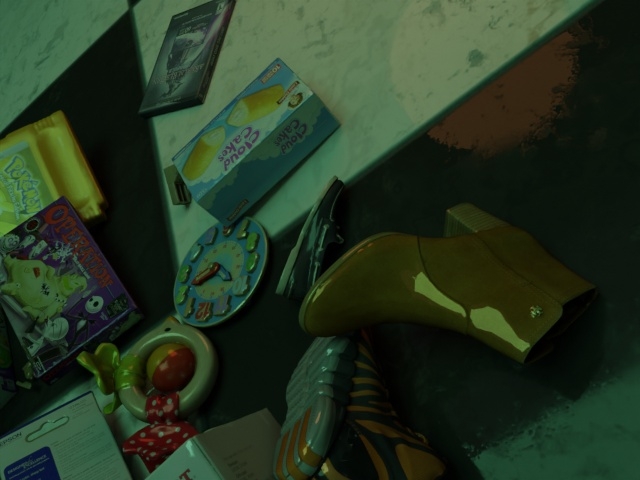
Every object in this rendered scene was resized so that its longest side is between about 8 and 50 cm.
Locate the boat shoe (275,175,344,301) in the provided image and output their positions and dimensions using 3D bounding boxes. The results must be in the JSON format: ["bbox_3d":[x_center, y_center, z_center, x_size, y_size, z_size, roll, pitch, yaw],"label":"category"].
[{"bbox_3d":[0.000,0.000,1.043,0.064,0.075,0.206,24,73,1],"label":"boat shoe"}]

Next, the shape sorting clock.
[{"bbox_3d":[-0.170,0.048,1.152,0.206,0.040,0.206,-19,56,30],"label":"shape sorting clock"}]

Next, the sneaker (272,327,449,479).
[{"bbox_3d":[0.055,0.214,0.827,0.125,0.180,0.321,-51,9,28],"label":"sneaker"}]

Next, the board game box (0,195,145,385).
[{"bbox_3d":[-0.500,0.082,1.304,0.208,0.056,0.347,-35,56,-14],"label":"board game box"}]

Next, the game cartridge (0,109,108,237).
[{"bbox_3d":[-0.646,-0.097,1.470,0.323,0.053,0.285,-29,71,-6],"label":"game cartridge"}]

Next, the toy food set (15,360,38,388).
[{"bbox_3d":[-0.557,0.239,1.375,0.077,0.019,0.122,4,61,40],"label":"toy food set"}]

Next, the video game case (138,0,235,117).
[{"bbox_3d":[-0.297,-0.407,1.523,0.196,0.026,0.274,-4,63,38],"label":"video game case"}]

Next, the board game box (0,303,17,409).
[{"bbox_3d":[-0.757,0.243,1.445,0.142,0.144,0.275,-45,47,9],"label":"board game box"}]

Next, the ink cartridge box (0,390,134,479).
[{"bbox_3d":[-0.367,0.402,1.038,0.175,0.069,0.371,-26,44,-19],"label":"ink cartridge box"}]

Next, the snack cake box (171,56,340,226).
[{"bbox_3d":[-0.115,-0.169,1.181,0.264,0.089,0.152,-42,44,5],"label":"snack cake box"}]

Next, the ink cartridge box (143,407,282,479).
[{"bbox_3d":[-0.080,0.354,0.728,0.198,0.197,0.270,-43,74,11],"label":"ink cartridge box"}]

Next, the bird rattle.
[{"bbox_3d":[-0.251,0.223,1.067,0.253,0.143,0.207,29,69,42],"label":"bird rattle"}]

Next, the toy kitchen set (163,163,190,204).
[{"bbox_3d":[-0.237,-0.115,1.303,0.083,0.068,0.075,-19,83,30],"label":"toy kitchen set"}]

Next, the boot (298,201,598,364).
[{"bbox_3d":[0.145,0.072,0.772,0.295,0.104,0.211,-28,46,-19],"label":"boot"}]
